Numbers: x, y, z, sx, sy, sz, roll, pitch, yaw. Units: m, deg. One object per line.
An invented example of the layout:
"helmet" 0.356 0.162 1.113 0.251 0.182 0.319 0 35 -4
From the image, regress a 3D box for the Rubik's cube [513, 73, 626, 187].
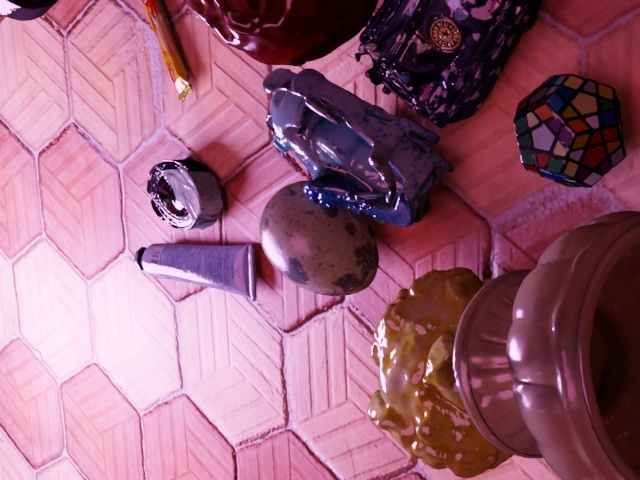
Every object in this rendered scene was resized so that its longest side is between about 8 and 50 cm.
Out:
"Rubik's cube" 0.274 -0.120 1.240 0.133 0.133 0.112 21 91 38

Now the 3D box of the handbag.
"handbag" 0.151 -0.258 1.307 0.162 0.113 0.260 44 128 14

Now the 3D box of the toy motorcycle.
"toy motorcycle" 0.034 -0.121 1.420 0.260 0.154 0.206 33 163 14

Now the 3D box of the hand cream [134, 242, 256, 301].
"hand cream" -0.196 0.041 1.778 0.256 0.055 0.088 5 98 40

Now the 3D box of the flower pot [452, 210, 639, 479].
"flower pot" 0.296 0.127 1.180 0.244 0.307 0.307 -10 95 60

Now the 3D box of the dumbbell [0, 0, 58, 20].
"dumbbell" -0.447 -0.463 1.801 0.218 0.152 0.152 -24 85 44

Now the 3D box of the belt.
"belt" -0.209 -0.073 1.754 0.140 0.058 0.105 37 119 35

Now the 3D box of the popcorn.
"popcorn" 0.162 0.161 1.377 0.255 0.195 0.256 -22 67 40

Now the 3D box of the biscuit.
"biscuit" -0.256 -0.355 1.739 0.048 0.026 0.292 -32 78 64

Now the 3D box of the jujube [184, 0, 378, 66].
"jujube" -0.072 -0.398 1.383 0.276 0.276 0.377 -26 85 45

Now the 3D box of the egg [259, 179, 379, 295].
"egg" 0.000 0.000 1.516 0.181 0.141 0.141 43 128 19
